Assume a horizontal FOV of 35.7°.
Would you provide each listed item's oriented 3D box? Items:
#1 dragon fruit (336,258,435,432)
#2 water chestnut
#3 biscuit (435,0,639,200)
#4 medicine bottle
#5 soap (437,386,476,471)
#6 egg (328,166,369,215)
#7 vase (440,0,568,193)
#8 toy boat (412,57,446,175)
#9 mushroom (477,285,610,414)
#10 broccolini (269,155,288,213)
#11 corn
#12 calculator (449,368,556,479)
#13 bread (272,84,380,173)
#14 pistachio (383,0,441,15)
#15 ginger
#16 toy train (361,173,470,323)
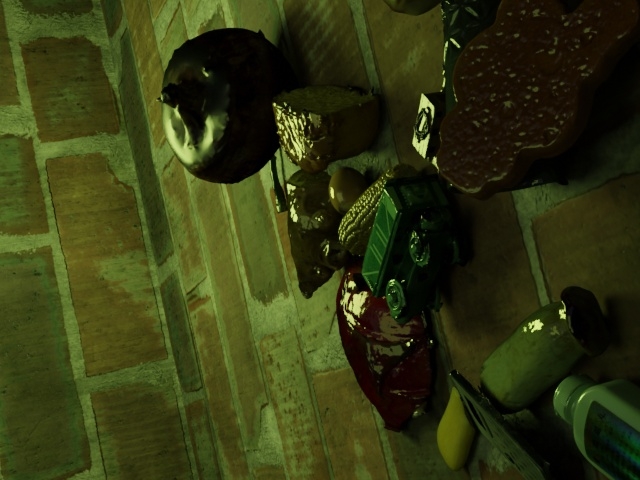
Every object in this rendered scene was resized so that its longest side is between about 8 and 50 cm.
[{"bbox_3d":[0.108,0.177,1.863,0.282,0.100,0.343,-51,53,55],"label":"dragon fruit"},{"bbox_3d":[-0.222,-0.299,2.140,0.350,0.302,0.350,1,91,49],"label":"water chestnut"},{"bbox_3d":[0.259,-0.204,1.222,0.202,0.047,0.334,42,108,38],"label":"biscuit"},{"bbox_3d":[0.384,0.244,1.241,0.229,0.083,0.121,-143,46,-57],"label":"medicine bottle"},{"bbox_3d":[0.234,0.322,1.693,0.089,0.033,0.168,58,149,38],"label":"soap"},{"bbox_3d":[0.055,-0.097,1.894,0.080,0.080,0.096,125,142,-59],"label":"egg"},{"bbox_3d":[0.230,-0.202,1.366,0.251,0.156,0.301,150,115,-69],"label":"vase"},{"bbox_3d":[0.189,-0.194,1.536,0.057,0.077,0.200,-122,32,-45],"label":"toy boat"},{"bbox_3d":[0.305,0.162,1.402,0.312,0.081,0.100,120,143,-59],"label":"mushroom"},{"bbox_3d":[-0.102,-0.193,2.304,0.057,0.071,0.254,-13,94,26],"label":"broccolini"},{"bbox_3d":[0.105,-0.052,1.779,0.091,0.091,0.260,70,154,20],"label":"corn"},{"bbox_3d":[0.285,0.306,1.493,0.161,0.021,0.262,59,172,-35],"label":"calculator"},{"bbox_3d":[0.007,-0.210,1.876,0.260,0.160,0.147,24,129,60],"label":"bread"},{"bbox_3d":[0.151,-0.423,1.460,0.215,0.144,0.144,113,141,-56],"label":"pistachio"},{"bbox_3d":[0.000,0.000,2.016,0.219,0.123,0.270,-131,28,-56],"label":"ginger"},{"bbox_3d":[0.158,0.021,1.661,0.269,0.115,0.154,102,154,-47],"label":"toy train"}]
